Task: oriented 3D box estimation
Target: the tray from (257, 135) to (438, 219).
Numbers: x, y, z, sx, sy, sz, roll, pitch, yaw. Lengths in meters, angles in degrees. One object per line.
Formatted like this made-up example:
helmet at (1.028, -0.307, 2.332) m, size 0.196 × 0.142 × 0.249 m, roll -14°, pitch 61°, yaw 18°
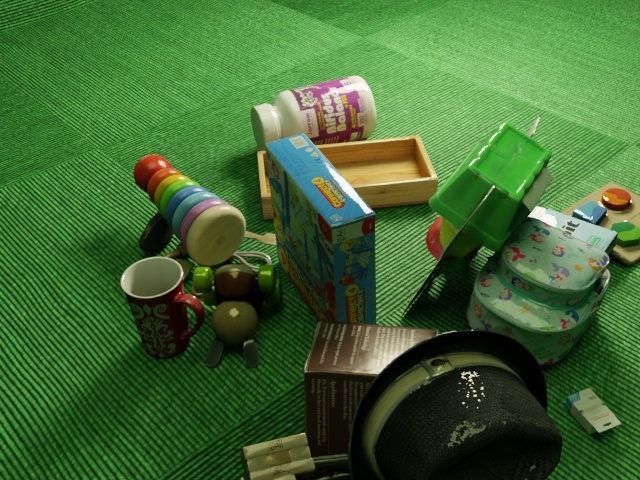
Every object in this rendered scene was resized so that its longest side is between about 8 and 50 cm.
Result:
tray at (0.059, -0.154, 1.825) m, size 0.410 × 0.076 × 0.203 m, roll -7°, pitch 39°, yaw -3°

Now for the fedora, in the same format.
fedora at (0.211, 0.288, 1.050) m, size 0.333 × 0.334 × 0.152 m, roll -17°, pitch 20°, yaw -17°

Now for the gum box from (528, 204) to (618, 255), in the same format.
gum box at (0.502, 0.013, 1.586) m, size 0.184 × 0.041 × 0.157 m, roll 24°, pitch 55°, yaw 33°

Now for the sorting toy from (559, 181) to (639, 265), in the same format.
sorting toy at (0.694, -0.026, 1.642) m, size 0.229 × 0.041 × 0.307 m, roll -25°, pitch 43°, yaw -25°

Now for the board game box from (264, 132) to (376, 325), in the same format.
board game box at (0.000, 0.000, 1.448) m, size 0.086 × 0.302 × 0.308 m, roll -18°, pitch 40°, yaw -17°

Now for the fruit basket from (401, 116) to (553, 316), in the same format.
fruit basket at (0.300, -0.036, 1.457) m, size 0.165 × 0.353 × 0.327 m, roll 32°, pitch 46°, yaw 13°

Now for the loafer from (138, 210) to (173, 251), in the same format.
loafer at (-0.367, -0.027, 1.713) m, size 0.061 × 0.062 × 0.170 m, roll -7°, pitch 28°, yaw 29°

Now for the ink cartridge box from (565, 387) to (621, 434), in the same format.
ink cartridge box at (0.457, 0.292, 1.265) m, size 0.048 × 0.028 × 0.083 m, roll -16°, pitch 40°, yaw -16°

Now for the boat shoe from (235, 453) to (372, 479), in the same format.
boat shoe at (-0.078, 0.381, 1.117) m, size 0.334 × 0.119 × 0.121 m, roll -14°, pitch 39°, yaw -13°

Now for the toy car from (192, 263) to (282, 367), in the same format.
toy car at (-0.160, 0.151, 1.442) m, size 0.154 × 0.149 × 0.189 m, roll -2°, pitch 67°, yaw 6°

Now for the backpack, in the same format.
backpack at (0.400, 0.096, 1.399) m, size 0.225 × 0.191 × 0.253 m, roll 30°, pitch 53°, yaw 24°

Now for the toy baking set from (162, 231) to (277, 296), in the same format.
toy baking set at (-0.214, 0.039, 1.637) m, size 0.256 × 0.030 × 0.196 m, roll -35°, pitch 54°, yaw -25°

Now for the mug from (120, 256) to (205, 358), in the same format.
mug at (-0.291, 0.140, 1.397) m, size 0.113 × 0.169 × 0.150 m, roll -25°, pitch 44°, yaw -26°

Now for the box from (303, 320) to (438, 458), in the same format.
box at (0.084, 0.245, 1.213) m, size 0.203 × 0.169 × 0.167 m, roll 3°, pitch 22°, yaw 7°

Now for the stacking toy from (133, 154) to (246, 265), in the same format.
stacking toy at (-0.309, -0.084, 1.649) m, size 0.141 × 0.141 × 0.330 m, roll -28°, pitch 48°, yaw -29°

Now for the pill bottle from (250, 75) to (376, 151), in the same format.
pill bottle at (-0.021, -0.318, 1.959) m, size 0.301 × 0.169 × 0.169 m, roll -16°, pitch 40°, yaw -16°

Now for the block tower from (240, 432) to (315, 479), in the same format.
block tower at (-0.019, 0.431, 0.974) m, size 0.097 × 0.091 × 0.336 m, roll -10°, pitch 63°, yaw -14°
